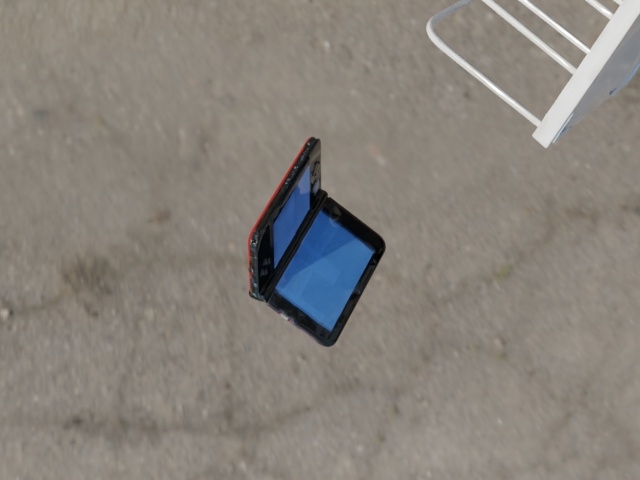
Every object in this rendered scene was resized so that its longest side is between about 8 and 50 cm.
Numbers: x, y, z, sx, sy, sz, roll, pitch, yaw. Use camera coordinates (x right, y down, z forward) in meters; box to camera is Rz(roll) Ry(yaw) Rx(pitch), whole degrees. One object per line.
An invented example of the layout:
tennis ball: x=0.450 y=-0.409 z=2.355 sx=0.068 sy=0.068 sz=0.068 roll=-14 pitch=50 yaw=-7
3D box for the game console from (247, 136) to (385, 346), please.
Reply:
game console: x=0.000 y=0.000 z=1.467 sx=0.085 sy=0.144 sz=0.124 roll=18 pitch=141 yaw=15

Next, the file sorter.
file sorter: x=0.248 y=-0.264 z=1.463 sx=0.173 sy=0.193 sz=0.277 roll=40 pitch=128 yaw=12
